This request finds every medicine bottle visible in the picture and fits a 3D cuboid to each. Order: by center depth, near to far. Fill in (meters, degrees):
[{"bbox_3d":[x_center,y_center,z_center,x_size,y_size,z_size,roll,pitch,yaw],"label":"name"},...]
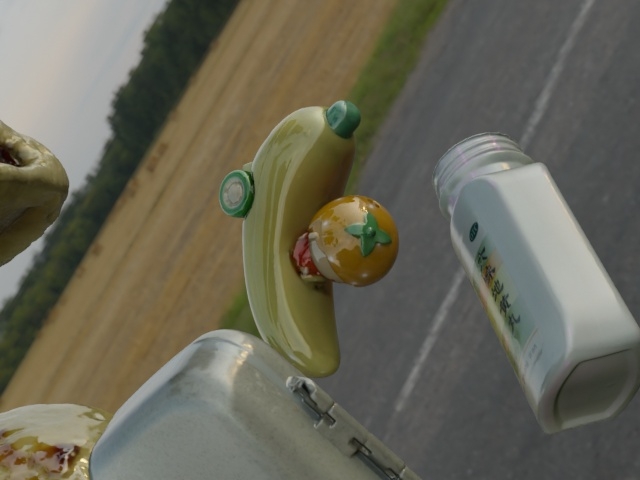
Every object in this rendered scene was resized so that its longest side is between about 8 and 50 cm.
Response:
[{"bbox_3d":[-0.027,0.264,1.193,0.282,0.375,0.123,-42,10,42],"label":"medicine bottle"},{"bbox_3d":[0.224,0.031,1.365,0.179,0.124,0.324,88,166,-50],"label":"medicine bottle"}]

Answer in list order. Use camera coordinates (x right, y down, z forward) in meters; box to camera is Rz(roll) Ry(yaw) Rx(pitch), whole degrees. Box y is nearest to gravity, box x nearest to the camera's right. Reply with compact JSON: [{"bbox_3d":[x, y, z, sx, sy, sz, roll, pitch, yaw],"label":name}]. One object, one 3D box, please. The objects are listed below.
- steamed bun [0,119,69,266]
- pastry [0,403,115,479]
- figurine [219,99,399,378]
[{"bbox_3d":[-0.343,-0.067,1.215,0.141,0.155,0.172,-42,-17,17],"label":"steamed bun"},{"bbox_3d":[-0.332,0.376,1.481,0.388,0.313,0.388,-28,56,52],"label":"pastry"},{"bbox_3d":[0.000,0.000,1.518,0.222,0.124,0.324,-13,75,40],"label":"figurine"}]
